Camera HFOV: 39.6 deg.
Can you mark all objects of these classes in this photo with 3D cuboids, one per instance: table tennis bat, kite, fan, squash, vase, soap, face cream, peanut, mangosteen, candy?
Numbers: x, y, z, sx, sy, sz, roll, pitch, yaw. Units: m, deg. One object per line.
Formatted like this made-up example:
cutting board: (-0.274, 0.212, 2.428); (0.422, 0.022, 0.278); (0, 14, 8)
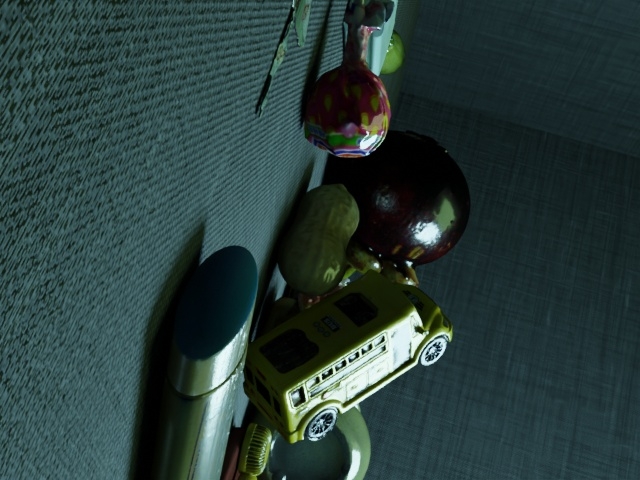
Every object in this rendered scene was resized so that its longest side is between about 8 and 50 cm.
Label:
table tennis bat: (-0.182, 0.494, 1.415); (0.268, 0.051, 0.415); (99, 8, -56)
kite: (-0.024, -0.238, 0.921); (0.229, 0.012, 0.250); (80, 28, -78)
fan: (-0.113, 0.376, 1.435); (0.082, 0.039, 0.155); (82, 21, -76)
squash: (0.125, -0.376, 1.771); (0.341, 0.094, 0.095); (-62, 168, -81)
vase: (-0.060, 0.418, 1.732); (0.329, 0.241, 0.302); (-42, -178, -1)
soap: (0.082, -0.355, 1.440); (0.198, 0.066, 0.119); (76, 29, -81)
face cream: (-0.115, 0.153, 0.850); (0.139, 0.067, 0.285); (-68, 174, -57)
peanut: (0.000, 0.000, 1.433); (0.274, 0.111, 0.125); (-67, 176, -53)
mangosteen: (0.137, -0.055, 1.814); (0.347, 0.306, 0.307); (-59, 175, -3)
candy: (0.047, -0.291, 1.179); (0.124, 0.124, 0.366); (-58, 154, -73)

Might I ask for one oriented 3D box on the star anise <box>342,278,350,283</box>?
star anise: (0.011, 0.067, 1.998); (0.262, 0.081, 0.230); (-109, -145, -79)

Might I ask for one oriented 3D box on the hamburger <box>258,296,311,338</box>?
hamburger: (-0.060, 0.164, 1.483); (0.147, 0.083, 0.138); (31, 81, -84)

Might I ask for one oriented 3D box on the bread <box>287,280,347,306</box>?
bread: (-0.018, 0.163, 1.728); (0.212, 0.142, 0.224); (-90, -172, -46)

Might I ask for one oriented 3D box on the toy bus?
toy bus: (0.047, 0.157, 1.359); (0.331, 0.145, 0.151); (-30, 137, -23)
